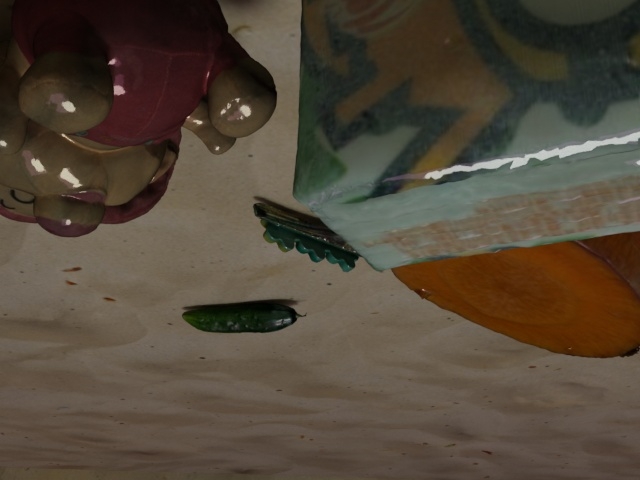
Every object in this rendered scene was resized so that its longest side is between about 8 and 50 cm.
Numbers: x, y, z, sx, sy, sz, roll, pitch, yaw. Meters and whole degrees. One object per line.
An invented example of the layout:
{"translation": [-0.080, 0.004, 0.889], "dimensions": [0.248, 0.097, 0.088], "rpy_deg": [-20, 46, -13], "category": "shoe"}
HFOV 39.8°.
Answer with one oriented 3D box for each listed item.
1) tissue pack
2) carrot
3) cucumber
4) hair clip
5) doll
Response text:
{"translation": [0.144, -0.125, 0.413], "dimensions": [0.311, 0.227, 0.128], "rpy_deg": [-10, 154, 24], "category": "tissue pack"}
{"translation": [0.182, 0.012, 0.781], "dimensions": [0.258, 0.100, 0.307], "rpy_deg": [7, 161, 37], "category": "carrot"}
{"translation": [-0.096, 0.100, 1.136], "dimensions": [0.168, 0.039, 0.039], "rpy_deg": [-3, 155, 13], "category": "cucumber"}
{"translation": [0.000, 0.001, 0.907], "dimensions": [0.173, 0.049, 0.049], "rpy_deg": [16, 151, -33], "category": "hair clip"}
{"translation": [-0.162, -0.085, 0.599], "dimensions": [0.196, 0.152, 0.256], "rpy_deg": [33, 147, -29], "category": "doll"}
